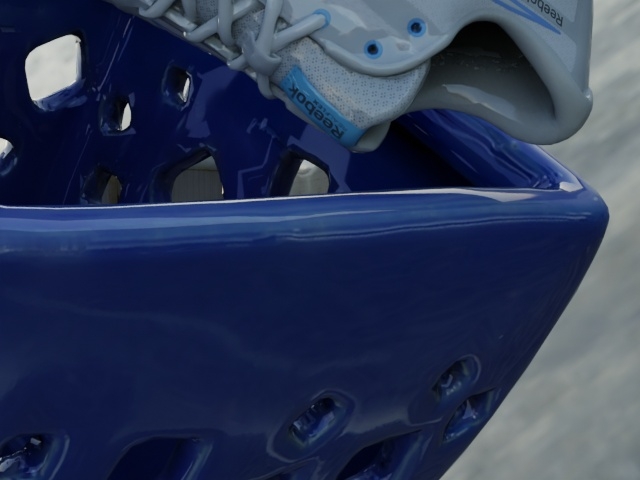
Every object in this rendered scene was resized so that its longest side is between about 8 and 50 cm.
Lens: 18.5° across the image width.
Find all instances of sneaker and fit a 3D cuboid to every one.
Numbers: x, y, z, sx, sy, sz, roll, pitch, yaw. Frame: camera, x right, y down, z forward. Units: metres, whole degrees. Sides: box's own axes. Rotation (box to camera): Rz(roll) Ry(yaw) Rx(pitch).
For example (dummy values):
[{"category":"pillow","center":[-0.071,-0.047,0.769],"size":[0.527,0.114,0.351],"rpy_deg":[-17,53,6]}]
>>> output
[{"category":"sneaker","center":[-0.010,-0.065,0.487],"size":[0.071,0.190,0.083],"rpy_deg":[127,145,-55]}]

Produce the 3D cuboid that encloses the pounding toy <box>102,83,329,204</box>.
[{"category":"pounding toy","center":[0.000,0.000,0.867],"size":[0.155,0.154,0.269],"rpy_deg":[2,-8,10]}]

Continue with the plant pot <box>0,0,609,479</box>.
[{"category":"plant pot","center":[-0.097,0.025,0.568],"size":[0.236,0.236,0.212],"rpy_deg":[-2,-59,-44]}]
